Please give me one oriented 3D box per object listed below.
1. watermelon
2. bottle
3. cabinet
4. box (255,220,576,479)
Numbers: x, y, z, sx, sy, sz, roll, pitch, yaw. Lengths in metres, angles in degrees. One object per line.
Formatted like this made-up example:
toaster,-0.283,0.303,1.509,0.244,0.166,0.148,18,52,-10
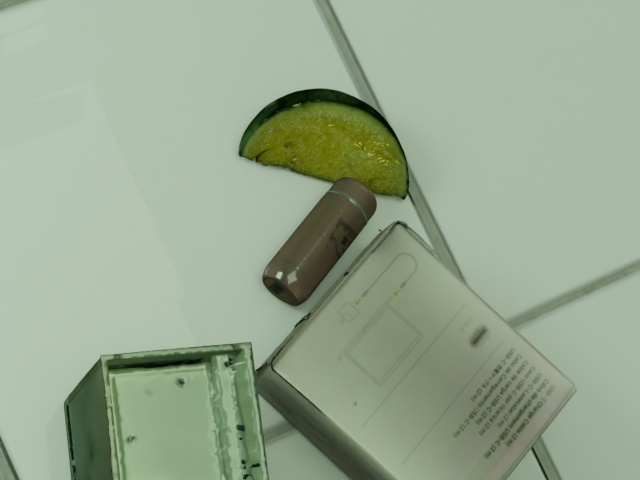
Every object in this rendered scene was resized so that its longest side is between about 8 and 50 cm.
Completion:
watermelon,0.011,-0.114,1.785,0.182,0.075,0.092,12,116,-12
bottle,0.000,0.000,1.737,0.053,0.053,0.140,39,67,-3
cabinet,-0.136,0.186,1.560,0.150,0.206,0.145,-3,76,-17
box,0.089,0.140,1.696,0.252,0.106,0.203,42,67,-1
